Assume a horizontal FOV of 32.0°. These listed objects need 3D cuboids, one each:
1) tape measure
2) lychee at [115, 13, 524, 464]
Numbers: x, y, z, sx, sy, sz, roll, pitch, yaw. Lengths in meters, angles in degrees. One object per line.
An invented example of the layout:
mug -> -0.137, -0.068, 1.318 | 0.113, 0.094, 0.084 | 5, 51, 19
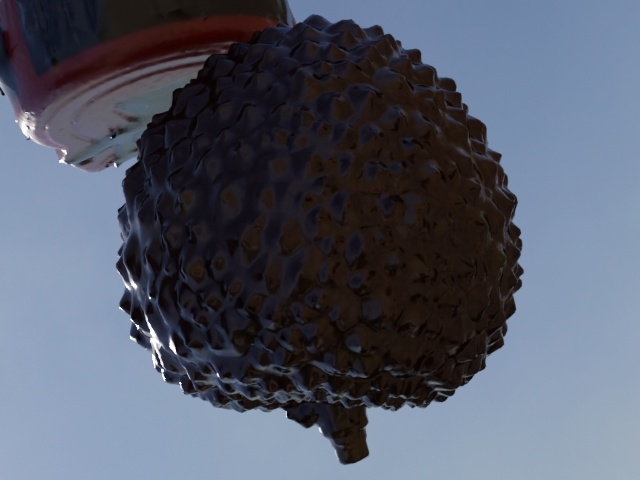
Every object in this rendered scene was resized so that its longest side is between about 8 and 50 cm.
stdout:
tape measure -> -0.143, -0.149, 0.895 | 0.260, 0.253, 0.114 | 25, -134, -78
lychee -> 0.000, 0.000, 0.760 | 0.275, 0.275, 0.304 | 5, -104, -64
